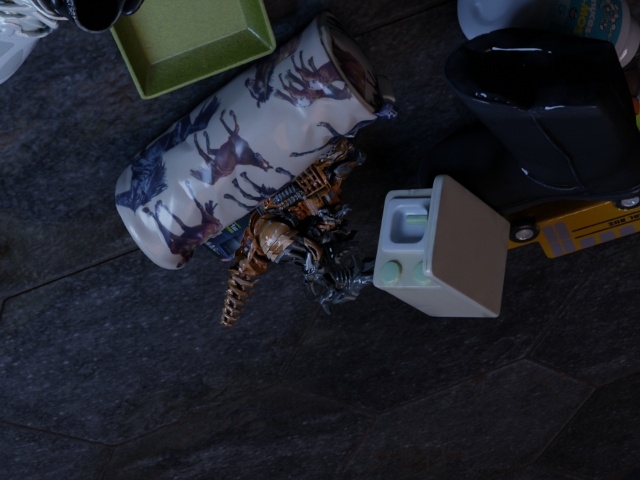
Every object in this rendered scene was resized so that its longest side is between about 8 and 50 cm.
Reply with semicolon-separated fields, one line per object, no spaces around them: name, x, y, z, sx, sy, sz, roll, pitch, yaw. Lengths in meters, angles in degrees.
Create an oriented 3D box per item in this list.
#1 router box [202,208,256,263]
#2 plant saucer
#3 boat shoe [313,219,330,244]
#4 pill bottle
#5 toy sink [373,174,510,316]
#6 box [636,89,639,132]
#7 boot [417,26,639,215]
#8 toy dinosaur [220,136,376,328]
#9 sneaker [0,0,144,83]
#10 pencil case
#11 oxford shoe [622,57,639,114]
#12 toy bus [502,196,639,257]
router box;-0.141;-0.023;2.070;0.092;0.038;0.122;-31;146;11
plant saucer;-0.164;-0.277;1.687;0.188;0.045;0.188;-21;147;-2
boat shoe;0.000;0.000;2.190;0.046;0.038;0.125;-42;162;-30
pill bottle;0.321;-0.303;1.850;0.264;0.146;0.146;10;135;-41
toy sink;0.167;0.011;1.996;0.131;0.153;0.234;-1;163;32
box;0.472;-0.205;2.174;0.178;0.042;0.109;3;139;-34
boot;0.254;-0.151;1.867;0.367;0.146;0.445;-7;168;20
toy dinosaur;-0.038;-0.009;2.037;0.218;0.164;0.322;35;120;-28
sneaker;-0.312;-0.267;1.417;0.169;0.258;0.447;0;141;-31
pencil case;-0.095;-0.124;1.842;0.410;0.160;0.183;-35;134;18
oxford shoe;0.349;-0.245;2.024;0.271;0.098;0.097;5;179;-18
toy bus;0.445;-0.065;2.234;0.332;0.108;0.130;-18;142;16
